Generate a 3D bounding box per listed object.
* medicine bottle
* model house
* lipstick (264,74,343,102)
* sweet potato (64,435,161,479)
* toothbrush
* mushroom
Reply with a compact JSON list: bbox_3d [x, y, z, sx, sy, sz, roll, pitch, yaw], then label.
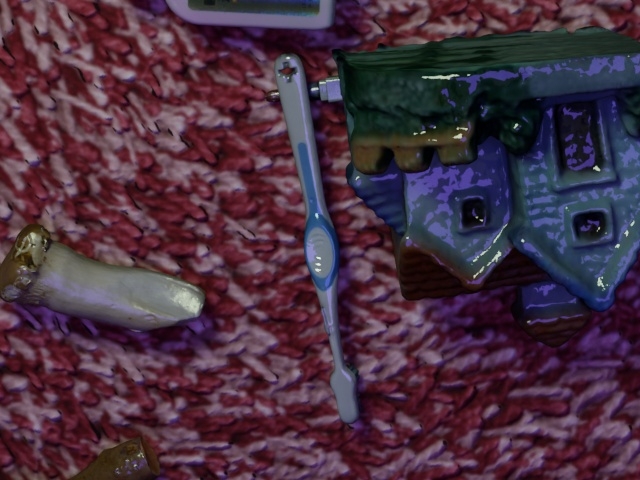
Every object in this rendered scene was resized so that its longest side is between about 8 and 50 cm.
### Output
[{"bbox_3d":[-0.090,-0.268,1.841,0.219,0.078,0.115,3,101,0],"label":"medicine bottle"},{"bbox_3d":[0.176,-0.029,1.801,0.294,0.252,0.329,-6,106,-3],"label":"model house"},{"bbox_3d":[-0.004,-0.151,1.888,0.107,0.025,0.025,-6,100,7],"label":"lipstick"},{"bbox_3d":[-0.295,0.286,1.952,0.281,0.059,0.067,-26,134,9],"label":"sweet potato"},{"bbox_3d":[-0.001,0.001,1.895,0.040,0.040,0.386,-11,102,3],"label":"toothbrush"},{"bbox_3d":[-0.222,0.046,1.907,0.209,0.071,0.084,16,68,-5],"label":"mushroom"}]
